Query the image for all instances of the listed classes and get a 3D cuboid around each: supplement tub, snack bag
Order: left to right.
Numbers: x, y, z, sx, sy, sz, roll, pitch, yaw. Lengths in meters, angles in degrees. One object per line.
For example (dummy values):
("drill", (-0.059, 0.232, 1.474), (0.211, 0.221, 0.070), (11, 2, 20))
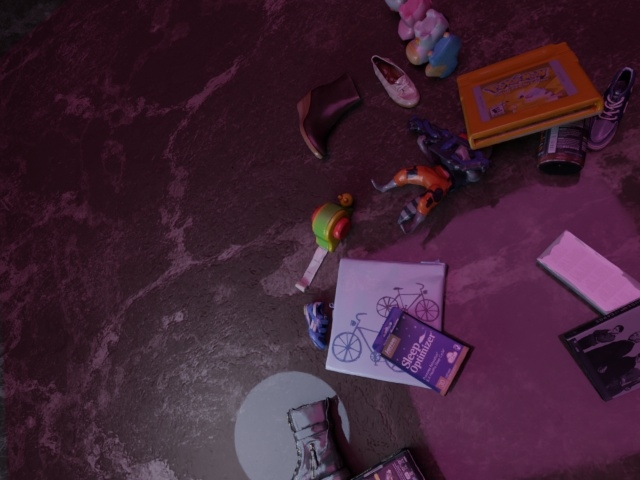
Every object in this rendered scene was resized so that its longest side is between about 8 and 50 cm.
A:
("snack bag", (0.177, 0.214, 1.204), (0.323, 0.037, 0.342), (2, 79, 25))
("supplement tub", (0.607, -0.270, 1.074), (0.106, 0.106, 0.197), (9, 81, 27))

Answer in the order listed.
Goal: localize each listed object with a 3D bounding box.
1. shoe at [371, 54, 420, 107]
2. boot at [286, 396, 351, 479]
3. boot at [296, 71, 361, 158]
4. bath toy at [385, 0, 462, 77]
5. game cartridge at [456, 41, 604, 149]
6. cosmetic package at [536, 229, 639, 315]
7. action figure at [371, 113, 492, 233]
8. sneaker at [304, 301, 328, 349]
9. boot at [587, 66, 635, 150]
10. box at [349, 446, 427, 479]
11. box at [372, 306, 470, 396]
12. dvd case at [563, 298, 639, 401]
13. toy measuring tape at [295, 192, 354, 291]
("shoe", (0.226, -0.492, 1.331), (0.076, 0.058, 0.219), (-40, 65, 12))
("boot", (-0.048, 0.586, 1.207), (0.263, 0.091, 0.229), (-31, 62, 12))
("boot", (0.035, -0.404, 1.382), (0.207, 0.090, 0.248), (-24, 65, 21))
("bath toy", (0.295, -0.651, 1.300), (0.151, 0.129, 0.348), (-38, 63, 34))
("game cartridge", (0.503, -0.377, 1.093), (0.285, 0.052, 0.323), (-14, 43, 22))
("cosmetic package", (0.634, 0.091, 1.001), (0.099, 0.060, 0.239), (-47, 64, 8))
("action figure", (0.315, -0.201, 1.200), (0.330, 0.178, 0.341), (-32, 42, 8))
("sneaker", (-0.004, 0.247, 1.273), (0.059, 0.053, 0.144), (-22, 71, 17))
("boot", (0.700, -0.320, 1.051), (0.069, 0.086, 0.189), (22, 88, 28))
("box", (0.177, 0.751, 1.008), (0.318, 0.097, 0.394), (-31, 67, -2))
("box", (0.250, 0.279, 1.117), (0.225, 0.036, 0.136), (27, 90, 28))
("dvd case", (0.678, 0.222, 0.921), (0.239, 0.029, 0.179), (-32, 98, 15))
("toy measuring tape", (0.000, 0.000, 1.294), (0.121, 0.121, 0.330), (31, 93, 28))
